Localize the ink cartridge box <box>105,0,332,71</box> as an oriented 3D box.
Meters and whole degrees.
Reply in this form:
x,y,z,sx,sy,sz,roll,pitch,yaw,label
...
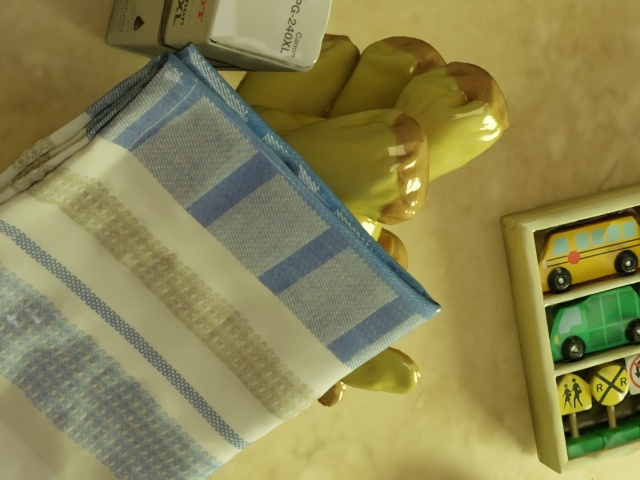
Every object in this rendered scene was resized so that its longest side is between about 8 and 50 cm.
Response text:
x,y,z,sx,sy,sz,roll,pitch,yaw,label
-0.050,-0.148,0.932,0.063,0.150,0.109,14,89,-27,ink cartridge box

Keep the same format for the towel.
x,y,z,sx,sy,sz,roll,pitch,yaw,label
-0.110,0.050,0.903,0.285,0.034,0.209,-36,115,19,towel

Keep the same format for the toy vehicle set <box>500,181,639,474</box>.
x,y,z,sx,sy,sz,roll,pitch,yaw,label
0.255,0.037,1.144,0.266,0.035,0.166,-14,101,-15,toy vehicle set

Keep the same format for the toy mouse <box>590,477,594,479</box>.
x,y,z,sx,sy,sz,roll,pitch,yaw,label
0.127,0.207,1.123,0.161,0.031,0.143,39,78,-25,toy mouse

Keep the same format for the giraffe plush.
x,y,z,sx,sy,sz,roll,pitch,yaw,label
0.000,0.000,0.977,0.210,0.181,0.171,-25,121,-24,giraffe plush
